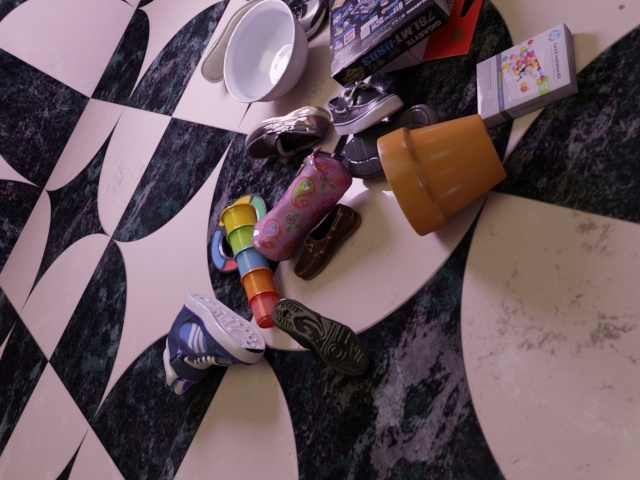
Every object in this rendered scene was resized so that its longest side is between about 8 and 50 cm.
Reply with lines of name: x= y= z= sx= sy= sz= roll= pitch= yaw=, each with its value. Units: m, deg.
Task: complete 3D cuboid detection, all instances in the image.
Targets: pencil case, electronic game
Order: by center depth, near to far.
pencil case: x=-0.045 y=-0.077 z=1.468 sx=0.284 sy=0.124 sz=0.124 roll=-50 pitch=39 yaw=30
electronic game: x=-0.216 y=-0.019 z=1.707 sx=0.229 sy=0.048 sz=0.230 roll=-25 pitch=51 yaw=36

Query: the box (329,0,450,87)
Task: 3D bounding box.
box: x=0.147 y=-0.541 z=1.493 sx=0.295 sy=0.073 sz=0.294 roll=-29 pitch=46 yaw=33

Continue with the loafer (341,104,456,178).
loafer: x=0.165 y=-0.207 z=1.384 sx=0.302 sy=0.095 sz=0.109 roll=-21 pitch=80 yaw=53

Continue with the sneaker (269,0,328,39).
sneaker: x=-0.088 y=-0.642 z=1.886 sx=0.271 sy=0.108 sz=0.100 roll=-22 pitch=51 yaw=36

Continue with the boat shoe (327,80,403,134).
boat shoe: x=0.086 y=-0.304 z=1.418 sx=0.108 sy=0.102 sz=0.301 roll=-31 pitch=12 yaw=-9

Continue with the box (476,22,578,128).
box: x=0.392 y=-0.313 z=1.225 sx=0.186 sy=0.038 sz=0.145 roll=-18 pitch=56 yaw=39

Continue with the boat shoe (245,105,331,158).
boat shoe: x=-0.095 y=-0.266 z=1.680 sx=0.285 sy=0.102 sz=0.093 roll=-15 pitch=53 yaw=35

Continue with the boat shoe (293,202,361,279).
boat shoe: x=0.000 y=0.000 z=1.442 sx=0.207 sy=0.073 sz=0.073 roll=-51 pitch=42 yaw=15

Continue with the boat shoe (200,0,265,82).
boat shoe: x=-0.261 y=-0.661 z=2.078 sx=0.340 sy=0.127 sz=0.113 roll=-49 pitch=18 yaw=19

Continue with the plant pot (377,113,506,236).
plant pot: x=0.234 y=-0.137 z=1.187 sx=0.187 sy=0.205 sz=0.205 roll=-24 pitch=51 yaw=18

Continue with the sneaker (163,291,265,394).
sneaker: x=-0.270 y=0.289 z=1.541 sx=0.322 sy=0.130 sz=0.237 roll=30 pitch=101 yaw=46

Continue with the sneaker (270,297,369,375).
sneaker: x=0.012 y=0.202 z=1.313 sx=0.227 sy=0.130 sz=0.087 roll=27 pitch=84 yaw=23

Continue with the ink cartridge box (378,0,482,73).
ink cartridge box: x=0.256 y=-0.555 z=1.492 sx=0.261 sy=0.066 sz=0.297 roll=2 pitch=70 yaw=49

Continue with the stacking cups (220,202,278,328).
stacking cups: x=-0.155 y=0.060 z=1.544 sx=0.096 sy=0.096 sz=0.316 roll=-38 pitch=59 yaw=26

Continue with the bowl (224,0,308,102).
bowl: x=-0.132 y=-0.517 z=1.815 sx=0.297 sy=0.134 sz=0.298 roll=-11 pitch=74 yaw=42
